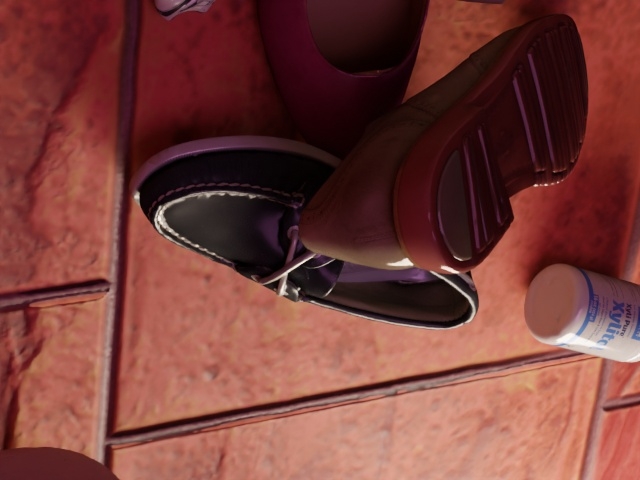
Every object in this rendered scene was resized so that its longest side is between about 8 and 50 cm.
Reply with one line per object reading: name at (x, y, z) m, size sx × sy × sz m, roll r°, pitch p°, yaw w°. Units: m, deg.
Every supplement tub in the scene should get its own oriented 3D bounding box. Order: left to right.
supplement tub at (0.233, 0.062, 1.627) m, size 0.107 × 0.071 × 0.071 m, roll 14°, pitch 109°, yaw -36°

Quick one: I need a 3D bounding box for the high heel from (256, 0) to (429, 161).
high heel at (0.046, -0.186, 1.289) m, size 0.127 × 0.181 × 0.377 m, roll -18°, pitch 128°, yaw -21°

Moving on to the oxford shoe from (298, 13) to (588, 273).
oxford shoe at (0.098, -0.082, 1.386) m, size 0.348 × 0.130 × 0.123 m, roll -38°, pitch 120°, yaw -54°

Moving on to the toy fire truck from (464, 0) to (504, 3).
toy fire truck at (0.181, -0.292, 1.325) m, size 0.217 × 0.158 × 0.246 m, roll 15°, pitch 131°, yaw -9°

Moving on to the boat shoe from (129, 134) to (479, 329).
boat shoe at (0.000, 0.000, 1.414) m, size 0.302 × 0.091 × 0.114 m, roll 9°, pitch 142°, yaw -32°

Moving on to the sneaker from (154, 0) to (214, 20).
sneaker at (-0.079, -0.179, 1.326) m, size 0.083 × 0.032 × 0.037 m, roll -19°, pitch 139°, yaw -15°

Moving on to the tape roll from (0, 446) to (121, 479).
tape roll at (-0.227, 0.287, 1.343) m, size 0.286 × 0.286 × 0.100 m, roll -36°, pitch 130°, yaw -8°
